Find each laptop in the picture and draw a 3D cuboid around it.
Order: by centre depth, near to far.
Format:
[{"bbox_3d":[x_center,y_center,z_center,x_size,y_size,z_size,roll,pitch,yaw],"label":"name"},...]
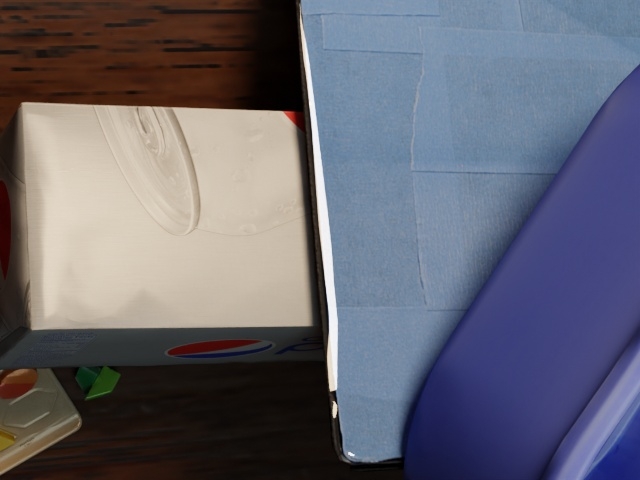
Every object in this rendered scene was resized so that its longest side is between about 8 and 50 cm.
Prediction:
[{"bbox_3d":[0.201,-0.135,0.712,0.382,0.236,0.408,0,133,-22],"label":"laptop"}]

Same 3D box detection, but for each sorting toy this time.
[{"bbox_3d":[-0.137,0.072,0.817,0.083,0.012,0.062,-30,121,-6],"label":"sorting toy"}]

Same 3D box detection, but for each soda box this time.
[{"bbox_3d":[0.000,0.000,0.772,0.286,0.091,0.098,1,76,-21],"label":"soda box"}]

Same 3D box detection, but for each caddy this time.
[{"bbox_3d":[0.192,0.070,0.659,0.241,0.179,0.341,32,92,-25],"label":"caddy"}]
